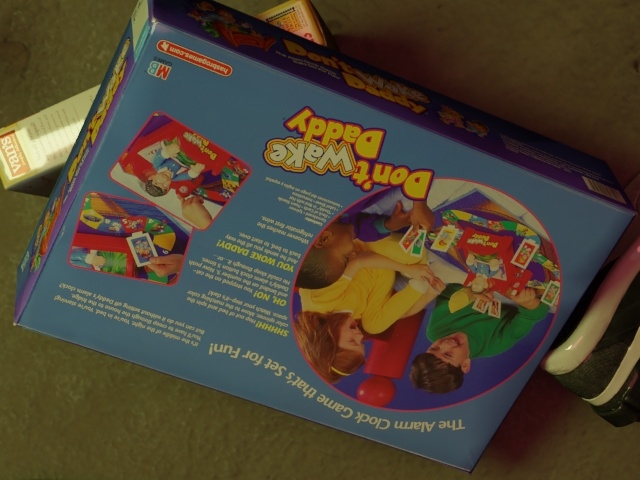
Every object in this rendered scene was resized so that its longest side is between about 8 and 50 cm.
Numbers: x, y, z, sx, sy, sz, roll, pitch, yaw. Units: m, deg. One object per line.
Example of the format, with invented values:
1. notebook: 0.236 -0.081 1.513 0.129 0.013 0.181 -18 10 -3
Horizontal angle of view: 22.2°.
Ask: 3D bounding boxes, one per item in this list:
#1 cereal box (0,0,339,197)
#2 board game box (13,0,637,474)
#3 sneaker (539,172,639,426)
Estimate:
1. cereal box: -0.102 -0.095 1.163 0.240 0.173 0.047 -22 86 4
2. board game box: 0.000 0.000 1.093 0.347 0.078 0.233 21 115 -19
3. sneaker: 0.252 0.037 1.183 0.121 0.079 0.217 43 77 -20
